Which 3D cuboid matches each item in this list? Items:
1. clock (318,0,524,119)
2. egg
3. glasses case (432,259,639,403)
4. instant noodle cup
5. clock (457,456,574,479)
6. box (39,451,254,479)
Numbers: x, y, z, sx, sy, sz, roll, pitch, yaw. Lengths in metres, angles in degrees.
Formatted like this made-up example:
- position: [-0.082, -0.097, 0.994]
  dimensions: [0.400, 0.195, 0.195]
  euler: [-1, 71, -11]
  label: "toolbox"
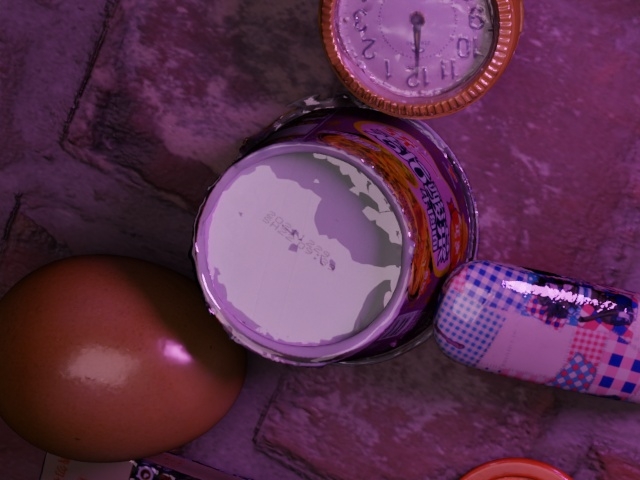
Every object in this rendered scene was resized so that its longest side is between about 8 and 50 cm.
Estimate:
- position: [0.119, -0.303, 1.872]
  dimensions: [0.244, 0.200, 0.316]
  euler: [1, 104, 16]
  label: "clock"
- position: [-0.247, 0.141, 1.958]
  dimensions: [0.323, 0.250, 0.250]
  euler: [0, 96, 14]
  label: "egg"
- position: [0.287, 0.108, 1.882]
  dimensions: [0.328, 0.076, 0.125]
  euler: [13, 102, -12]
  label: "glasses case"
- position: [0.000, 0.000, 1.884]
  dimensions: [0.340, 0.266, 0.339]
  euler: [1, 96, 14]
  label: "instant noodle cup"
- position: [0.238, 0.363, 1.976]
  dimensions: [0.205, 0.051, 0.205]
  euler: [1, 95, 11]
  label: "clock"
- position: [-0.209, 0.368, 2.059]
  dimensions: [0.310, 0.084, 0.198]
  euler: [18, 99, 11]
  label: "box"
